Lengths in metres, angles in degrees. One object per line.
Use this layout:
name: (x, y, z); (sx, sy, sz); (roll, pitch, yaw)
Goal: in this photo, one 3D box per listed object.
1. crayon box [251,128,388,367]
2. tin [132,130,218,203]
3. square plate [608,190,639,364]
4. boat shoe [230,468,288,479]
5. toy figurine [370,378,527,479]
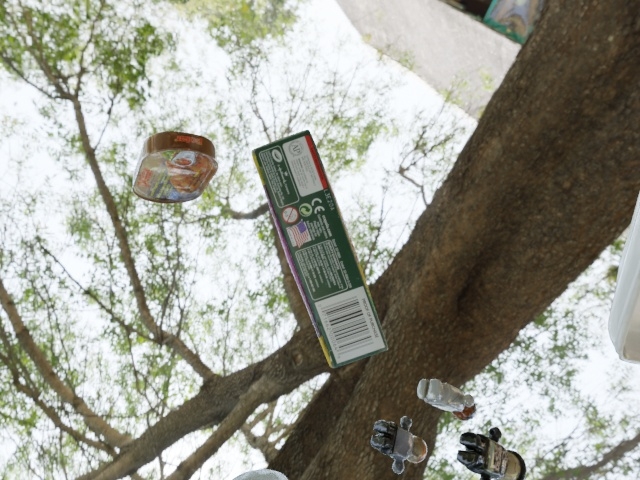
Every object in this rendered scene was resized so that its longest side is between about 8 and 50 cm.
crayon box: (0.000, 0.000, 0.880); (0.106, 0.363, 0.313); (-20, -173, 3)
tin: (-0.219, -0.104, 0.715); (0.106, 0.189, 0.040); (-1, -107, -30)
square plate: (0.472, -0.009, 0.589); (0.344, 0.347, 0.049); (16, 179, -33)
boat shoe: (-0.051, 0.350, 0.487); (0.113, 0.105, 0.306); (-5, 180, -20)
toy figurine: (0.216, 0.370, 0.837); (0.148, 0.213, 0.209); (34, -167, -30)
